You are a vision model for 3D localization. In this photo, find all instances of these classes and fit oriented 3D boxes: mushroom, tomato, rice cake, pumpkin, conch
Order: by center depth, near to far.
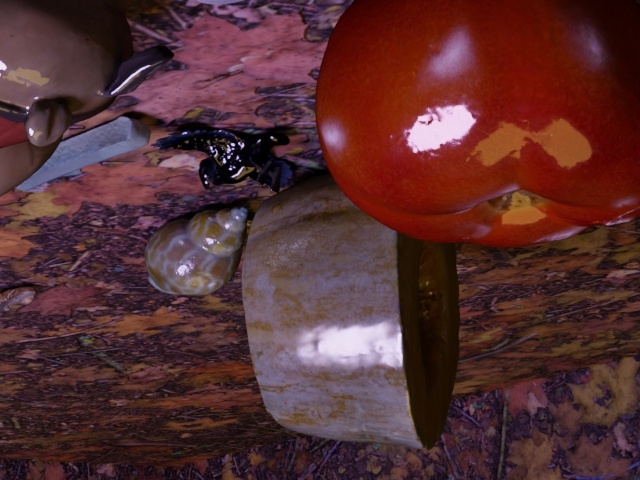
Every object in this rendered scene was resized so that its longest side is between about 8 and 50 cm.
[{"bbox_3d":[0.136,-0.120,0.909,0.299,0.226,0.298,0,167,0],"label":"tomato"},{"bbox_3d":[-0.247,-0.087,1.195,0.180,0.030,0.042,-17,161,32],"label":"rice cake"},{"bbox_3d":[0.038,0.065,1.333,0.199,0.332,0.332,2,165,17],"label":"pumpkin"},{"bbox_3d":[-0.158,0.017,1.443,0.116,0.106,0.173,7,170,-10],"label":"conch"},{"bbox_3d":[-0.438,0.083,1.672,0.049,0.019,0.101,9,157,-41],"label":"mushroom"}]

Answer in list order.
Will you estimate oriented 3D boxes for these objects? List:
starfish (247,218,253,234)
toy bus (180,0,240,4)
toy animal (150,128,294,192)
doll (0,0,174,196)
[{"bbox_3d":[0.000,0.006,1.535,0.295,0.048,0.231,1,161,-12],"label":"starfish"},{"bbox_3d":[-0.077,-0.230,0.644,0.126,0.136,0.209,-15,159,31],"label":"toy bus"},{"bbox_3d":[-0.084,-0.084,1.240,0.108,0.062,0.220,3,172,38],"label":"toy animal"},{"bbox_3d":[-0.252,-0.119,0.872,0.235,0.174,0.330,3,159,-44],"label":"doll"}]
